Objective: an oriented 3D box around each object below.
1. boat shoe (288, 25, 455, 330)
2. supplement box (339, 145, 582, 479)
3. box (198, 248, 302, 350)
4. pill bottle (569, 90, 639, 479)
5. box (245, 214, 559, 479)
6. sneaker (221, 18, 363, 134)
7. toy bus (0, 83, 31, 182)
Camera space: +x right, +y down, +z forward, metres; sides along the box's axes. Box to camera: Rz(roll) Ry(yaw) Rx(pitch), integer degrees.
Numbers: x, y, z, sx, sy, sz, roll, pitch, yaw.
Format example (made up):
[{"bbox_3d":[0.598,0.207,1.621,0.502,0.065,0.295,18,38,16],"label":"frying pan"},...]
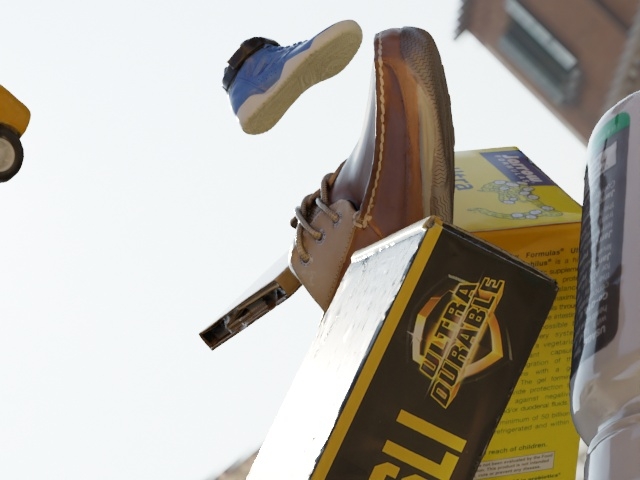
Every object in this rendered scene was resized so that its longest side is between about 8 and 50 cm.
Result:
[{"bbox_3d":[0.033,0.007,1.306,0.123,0.116,0.324,-79,-8,-64],"label":"boat shoe"},{"bbox_3d":[0.130,0.112,1.803,0.195,0.194,0.356,-6,-66,-18],"label":"supplement box"},{"bbox_3d":[0.000,0.000,1.489,0.201,0.021,0.164,-45,4,-31],"label":"box"},{"bbox_3d":[0.300,0.068,1.467,0.204,0.204,0.361,108,173,-56],"label":"pill bottle"},{"bbox_3d":[0.000,0.154,0.981,0.322,0.079,0.257,-64,7,-7],"label":"box"},{"bbox_3d":[-0.033,-0.178,1.788,0.152,0.084,0.058,-42,-33,20],"label":"sneaker"},{"bbox_3d":[-0.366,0.004,1.490,0.130,0.108,0.332,40,-115,-34],"label":"toy bus"}]
